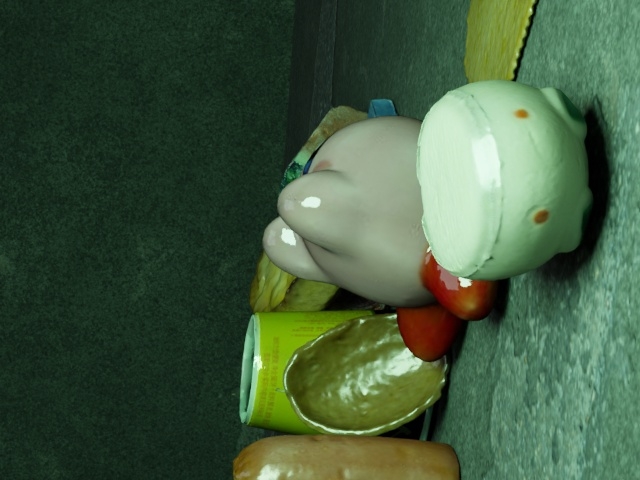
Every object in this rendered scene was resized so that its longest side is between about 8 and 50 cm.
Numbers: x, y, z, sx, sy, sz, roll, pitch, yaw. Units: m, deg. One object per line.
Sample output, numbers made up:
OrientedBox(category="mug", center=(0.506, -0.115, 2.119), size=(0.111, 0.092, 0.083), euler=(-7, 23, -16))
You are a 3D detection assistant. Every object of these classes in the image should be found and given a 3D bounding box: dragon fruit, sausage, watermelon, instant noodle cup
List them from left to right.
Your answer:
OrientedBox(category="instant noodle cup", center=(0.020, 0.175, 1.762), size=(0.215, 0.236, 0.215), euler=(-173, 90, -82))
OrientedBox(category="watermelon", center=(0.035, -0.110, 2.311), size=(0.318, 0.148, 0.226), euler=(36, -104, -84))
OrientedBox(category="sausage", center=(0.027, 0.279, 1.573), size=(0.113, 0.259, 0.113), euler=(-178, 90, -85))
OrientedBox(category="dragon fruit", center=(0.058, 0.106, 2.038), size=(0.147, 0.096, 0.102), euler=(-42, -10, -27))

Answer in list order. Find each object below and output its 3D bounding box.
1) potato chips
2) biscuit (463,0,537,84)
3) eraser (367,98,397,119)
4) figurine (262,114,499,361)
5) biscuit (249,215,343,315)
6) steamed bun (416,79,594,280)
OrientedBox(category="potato chips", center=(0.060, 0.167, 1.646), size=(0.150, 0.202, 0.049), euler=(62, 180, 19))
OrientedBox(category="biscuit", center=(0.198, -0.253, 1.511), size=(0.232, 0.013, 0.236), euler=(-96, 13, -49))
OrientedBox(category="eraser", center=(0.099, -0.088, 2.013), size=(0.312, 0.043, 0.144), euler=(-100, 17, -60))
OrientedBox(category="figurine", center=(0.092, -0.027, 1.531), size=(0.211, 0.261, 0.269), euler=(-59, -3, -21))
OrientedBox(category="biscuit", center=(0.000, 0.000, 1.953), size=(0.296, 0.102, 0.296), euler=(-53, 19, 27))
OrientedBox(category="steamed bun", center=(0.168, -0.055, 1.194), size=(0.228, 0.131, 0.177), euler=(146, 118, -78))
